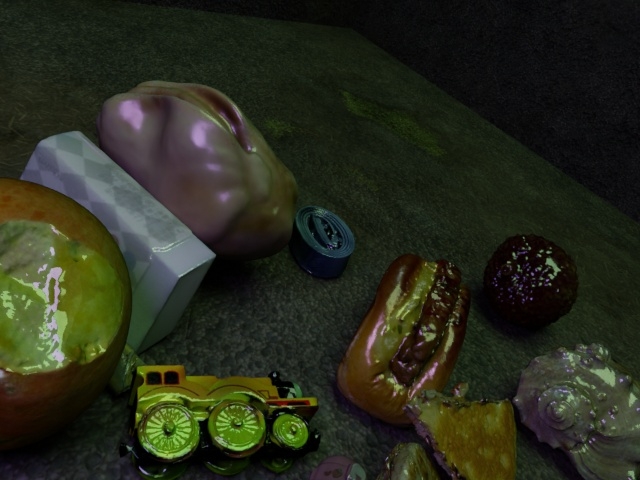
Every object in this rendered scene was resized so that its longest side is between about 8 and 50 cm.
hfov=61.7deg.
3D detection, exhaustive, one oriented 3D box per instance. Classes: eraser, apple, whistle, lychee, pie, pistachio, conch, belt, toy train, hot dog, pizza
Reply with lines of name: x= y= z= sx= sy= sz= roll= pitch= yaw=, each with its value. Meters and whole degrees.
eraser: x=-0.384 y=-0.007 z=0.946 sx=0.396 sy=0.213 sz=0.082 roll=39 pitch=16 yaw=19
apple: x=-0.405 y=0.082 z=0.674 sx=0.339 sy=0.340 sz=0.340 roll=17 pitch=35 yaw=-12
whistle: x=-0.398 y=0.122 z=0.870 sx=0.326 sy=0.057 sz=0.068 roll=39 pitch=36 yaw=18
lychee: x=0.533 y=0.106 z=1.351 sx=0.271 sy=0.236 sz=0.236 roll=27 pitch=24 yaw=-46
pie: x=0.141 y=0.398 z=0.791 sx=0.163 sy=0.079 sz=0.193 roll=54 pitch=26 yaw=0
pistachio: x=-0.238 y=-0.130 z=1.044 sx=0.445 sy=0.365 sz=0.281 roll=32 pitch=49 yaw=9
conch: x=0.575 y=0.345 z=1.085 sx=0.351 sy=0.210 sz=0.297 roll=-5 pitch=59 yaw=-34
belt: x=0.000 y=0.000 z=1.272 sx=0.141 sy=0.082 sz=0.190 roll=1 pitch=41 yaw=-27
toy train: x=-0.142 y=0.265 z=0.800 sx=0.295 sy=0.101 sz=0.161 roll=7 pitch=40 yaw=-25
hot dog: x=0.185 y=0.156 z=1.059 sx=0.185 sy=0.223 sz=0.405 roll=27 pitch=33 yaw=8
pizza: x=0.240 y=0.333 z=0.902 sx=0.296 sy=0.071 sz=0.189 roll=23 pitch=59 yaw=-40

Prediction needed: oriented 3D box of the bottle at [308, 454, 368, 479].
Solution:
bottle: x=0.000 y=0.396 z=0.713 sx=0.109 sy=0.110 sz=0.233 roll=30 pitch=34 yaw=6
